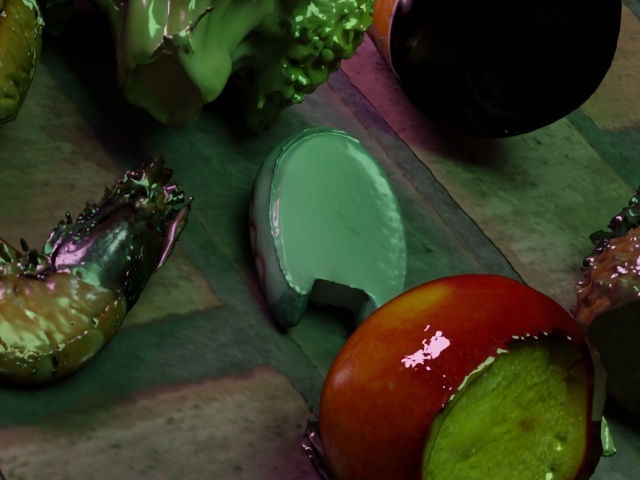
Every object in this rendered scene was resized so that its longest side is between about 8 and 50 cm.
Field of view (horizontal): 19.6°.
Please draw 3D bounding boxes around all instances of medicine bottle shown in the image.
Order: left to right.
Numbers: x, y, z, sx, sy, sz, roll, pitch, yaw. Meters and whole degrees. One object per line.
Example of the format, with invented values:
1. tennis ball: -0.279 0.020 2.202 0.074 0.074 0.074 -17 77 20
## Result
1. medicine bottle: 0.143 -0.286 1.878 0.243 0.242 0.395 20 26 -24

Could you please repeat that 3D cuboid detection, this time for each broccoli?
1. broccoli: -0.115 -0.219 1.550 0.293 0.347 0.281 -6 42 14

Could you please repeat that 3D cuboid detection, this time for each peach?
1. peach: 0.103 0.123 1.285 0.196 0.190 0.226 36 19 -8

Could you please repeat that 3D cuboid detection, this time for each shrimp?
1. shrimp: -0.216 -0.016 1.340 0.222 0.054 0.290 39 39 4

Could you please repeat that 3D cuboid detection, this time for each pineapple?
1. pineapple: 0.319 0.024 1.711 0.169 0.169 0.340 33 29 -4

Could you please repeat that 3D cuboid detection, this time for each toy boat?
1. toy boat: 0.000 0.000 1.530 0.134 0.079 0.207 12 50 -22

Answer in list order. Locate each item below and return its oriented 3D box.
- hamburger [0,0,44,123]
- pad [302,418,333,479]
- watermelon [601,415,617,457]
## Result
1. hamburger: -0.305 -0.176 1.404 0.206 0.130 0.183 30 35 -15
2. pad: 0.106 0.194 1.402 0.233 0.022 0.174 0 41 -45
3. watermelon: 0.127 0.117 1.475 0.245 0.063 0.119 19 42 -30
